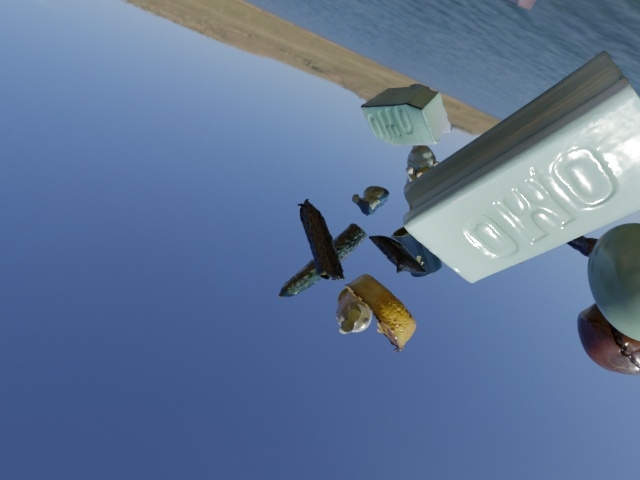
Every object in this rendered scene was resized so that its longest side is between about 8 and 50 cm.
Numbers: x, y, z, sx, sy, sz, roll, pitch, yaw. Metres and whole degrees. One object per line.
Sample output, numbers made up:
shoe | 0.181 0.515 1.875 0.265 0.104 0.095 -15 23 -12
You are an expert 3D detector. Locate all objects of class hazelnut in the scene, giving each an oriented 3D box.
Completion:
hazelnut | 0.869 0.278 1.222 0.181 0.212 0.181 45 -140 -32

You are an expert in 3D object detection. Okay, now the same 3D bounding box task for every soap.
soap | 0.225 -0.336 1.157 0.091 0.145 0.230 -42 -151 -23
soap | 0.249 -0.064 0.507 0.159 0.265 0.088 37 -138 -24

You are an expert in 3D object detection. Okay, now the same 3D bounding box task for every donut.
donut | 0.131 0.144 0.872 0.181 0.078 0.146 52 175 -8

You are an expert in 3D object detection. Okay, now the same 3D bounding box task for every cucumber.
cucumber | 0.000 0.000 0.827 0.053 0.053 0.182 0 -116 -44
cucumber | 0.004 0.066 1.170 0.067 0.293 0.067 48 174 7

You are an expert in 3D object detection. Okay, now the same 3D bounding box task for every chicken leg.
chicken leg | 0.600 -0.011 1.156 0.095 0.158 0.407 19 174 -12

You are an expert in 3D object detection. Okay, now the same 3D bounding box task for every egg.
egg | 0.616 0.079 0.817 0.168 0.168 0.231 7 -109 -35

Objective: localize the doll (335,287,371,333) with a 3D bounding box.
doll | 0.078 0.160 1.016 0.081 0.129 0.207 26 -171 -1

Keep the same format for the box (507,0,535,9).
box | 0.439 -0.668 0.946 0.215 0.215 0.086 7 -133 -19

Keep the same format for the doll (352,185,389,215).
doll | 0.117 -0.097 0.979 0.076 0.051 0.083 20 -130 35

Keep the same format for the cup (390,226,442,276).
cup | 0.311 0.031 1.405 0.131 0.155 0.176 -31 -168 -38

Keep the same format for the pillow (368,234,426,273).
pillow | 0.190 0.032 1.050 0.090 0.048 0.150 25 -161 -35

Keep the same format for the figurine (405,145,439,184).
figurine | 0.352 -0.253 1.469 0.127 0.236 0.155 0 -135 20
